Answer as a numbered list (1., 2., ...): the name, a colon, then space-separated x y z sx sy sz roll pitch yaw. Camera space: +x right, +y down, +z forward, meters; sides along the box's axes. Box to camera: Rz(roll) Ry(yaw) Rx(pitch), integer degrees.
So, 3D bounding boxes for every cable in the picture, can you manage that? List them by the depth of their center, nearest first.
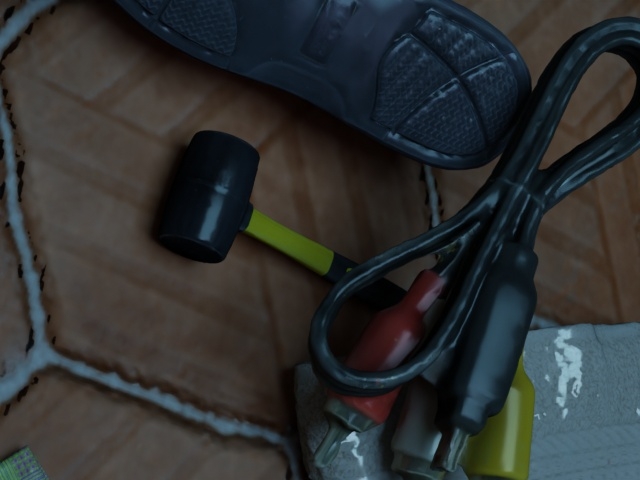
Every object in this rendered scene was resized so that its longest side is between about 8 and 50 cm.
1. cable: 0.080 0.002 0.821 0.139 0.072 0.287 27 70 -12

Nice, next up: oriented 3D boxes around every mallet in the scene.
1. mallet: 0.000 0.000 0.846 0.189 0.039 0.062 21 74 -36

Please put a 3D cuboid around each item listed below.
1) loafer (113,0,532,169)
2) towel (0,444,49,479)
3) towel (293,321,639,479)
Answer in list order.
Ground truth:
1. loafer: -0.029 -0.134 0.827 0.302 0.095 0.109 32 95 -23
2. towel: -0.137 0.143 0.735 0.060 0.009 0.083 -32 101 -35
3. towel: 0.113 0.144 0.894 0.282 0.049 0.187 -4 84 -36
